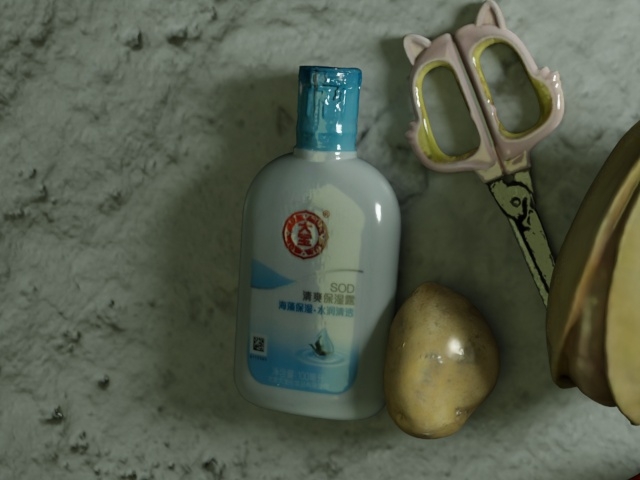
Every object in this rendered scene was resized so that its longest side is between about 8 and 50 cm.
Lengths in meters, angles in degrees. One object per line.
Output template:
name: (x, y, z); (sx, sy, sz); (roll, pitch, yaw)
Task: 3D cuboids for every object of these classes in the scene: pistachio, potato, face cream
pistachio: (0.288, 0.012, 1.267); (0.162, 0.181, 0.293); (36, 115, 32)
potato: (0.112, 0.116, 1.394); (0.112, 0.112, 0.147); (14, 104, 20)
face cream: (0.000, 0.000, 1.437); (0.163, 0.080, 0.337); (7, 99, 20)

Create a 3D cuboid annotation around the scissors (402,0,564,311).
scissors: (0.174, -0.061, 1.391); (0.160, 0.024, 0.318); (-21, 88, 21)

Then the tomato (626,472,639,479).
tomato: (0.321, 0.283, 1.269); (0.188, 0.232, 0.232); (42, 110, 27)
